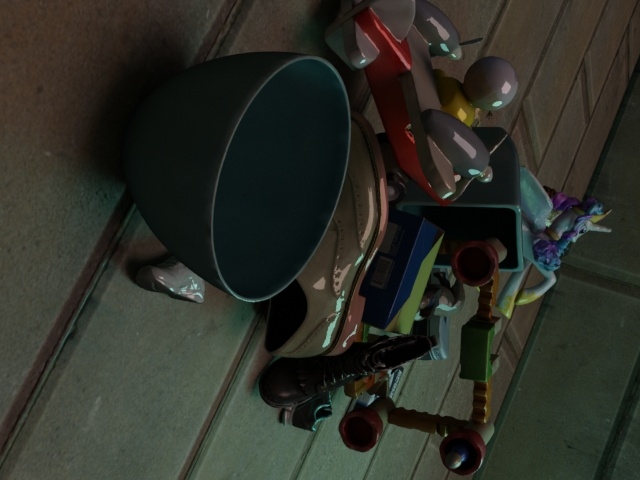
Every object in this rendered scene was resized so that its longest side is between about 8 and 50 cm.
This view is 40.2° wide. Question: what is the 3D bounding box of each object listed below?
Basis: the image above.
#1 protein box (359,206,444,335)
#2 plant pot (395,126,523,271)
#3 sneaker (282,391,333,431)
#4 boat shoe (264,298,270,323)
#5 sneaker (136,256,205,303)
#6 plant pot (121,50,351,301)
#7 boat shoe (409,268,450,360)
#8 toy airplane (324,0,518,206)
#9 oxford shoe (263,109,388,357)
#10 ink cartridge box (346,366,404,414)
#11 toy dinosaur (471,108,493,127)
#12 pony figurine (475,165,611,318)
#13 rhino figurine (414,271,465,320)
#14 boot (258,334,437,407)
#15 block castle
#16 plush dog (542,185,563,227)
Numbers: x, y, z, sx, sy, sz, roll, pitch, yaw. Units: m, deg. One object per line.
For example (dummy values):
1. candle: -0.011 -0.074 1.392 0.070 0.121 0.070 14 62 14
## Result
1. protein box: 0.075 0.036 1.513 0.136 0.201 0.199 24 86 -65
2. plant pot: 0.314 -0.107 1.871 0.247 0.248 0.252 69 28 -54
3. sneaker: -0.003 0.316 1.696 0.166 0.076 0.064 -43 144 -45
4. boat shoe: -0.052 0.063 1.438 0.060 0.064 0.177 -16 124 -63
5. sneaker: -0.196 0.044 1.159 0.152 0.054 0.061 34 67 -70
6. plant pot: -0.119 -0.094 1.040 0.290 0.196 0.290 -43 142 -46
7. boat shoe: 0.249 0.157 2.061 0.113 0.105 0.306 61 27 -44
8. toy airplane: 0.173 -0.249 1.389 0.384 0.273 0.385 -5 83 -79
9. oxford shoe: 0.000 0.000 1.326 0.147 0.141 0.396 -5 107 -43
10. ink cartridge box: 0.131 0.376 2.049 0.206 0.045 0.208 -65 156 -13
11. toy dinosaur: 0.373 -0.319 2.046 0.093 0.053 0.183 32 78 -63
12. pony figurine: 0.480 -0.035 2.114 0.363 0.351 0.303 -47 -174 5
13. rhino figurine: 0.217 0.122 1.919 0.243 0.073 0.106 -4 78 -28
14. boot: 0.041 0.209 1.482 0.263 0.229 0.091 -17 84 -24
15. block castle: 0.190 0.203 1.697 0.213 0.303 0.452 -21 115 -63
16. plush dog: 0.546 -0.074 2.359 0.210 0.226 0.262 -53 149 -34
